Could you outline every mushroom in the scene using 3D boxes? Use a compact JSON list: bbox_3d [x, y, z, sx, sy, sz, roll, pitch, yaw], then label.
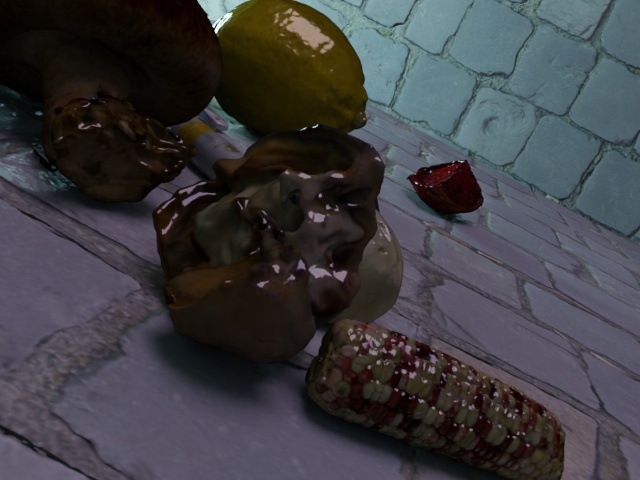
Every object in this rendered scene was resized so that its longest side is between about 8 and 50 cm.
[{"bbox_3d":[-0.276,-0.205,0.970,0.334,0.356,0.331,-7,-4,35],"label":"mushroom"}]

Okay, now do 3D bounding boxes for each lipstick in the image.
[{"bbox_3d":[-0.117,-0.092,1.098,0.059,0.059,0.264,8,25,-50],"label":"lipstick"}]

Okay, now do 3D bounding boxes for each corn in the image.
[{"bbox_3d":[0.108,0.142,0.685,0.253,0.086,0.086,25,16,-14],"label":"corn"}]

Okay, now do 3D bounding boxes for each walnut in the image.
[{"bbox_3d":[-0.049,0.011,0.709,0.204,0.141,0.238,0,41,36],"label":"walnut"}]

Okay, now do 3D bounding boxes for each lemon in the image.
[{"bbox_3d":[-0.065,-0.327,1.543,0.316,0.285,0.285,4,18,-1],"label":"lemon"}]

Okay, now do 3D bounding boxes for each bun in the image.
[{"bbox_3d":[0.000,0.000,0.879,0.179,0.127,0.193,11,21,-43],"label":"bun"}]

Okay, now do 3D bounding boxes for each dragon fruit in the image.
[{"bbox_3d":[0.260,-0.096,1.721,0.161,0.121,0.127,-39,109,-47],"label":"dragon fruit"}]

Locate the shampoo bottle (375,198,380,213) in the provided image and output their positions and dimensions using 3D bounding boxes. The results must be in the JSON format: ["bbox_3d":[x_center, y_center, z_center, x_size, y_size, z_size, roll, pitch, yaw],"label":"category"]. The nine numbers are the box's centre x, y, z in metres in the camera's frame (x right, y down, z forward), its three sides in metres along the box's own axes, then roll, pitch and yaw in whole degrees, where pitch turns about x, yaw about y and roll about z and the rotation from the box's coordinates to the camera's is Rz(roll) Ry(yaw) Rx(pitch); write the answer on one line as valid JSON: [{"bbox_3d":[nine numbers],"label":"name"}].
[{"bbox_3d":[0.032,-0.027,1.098,0.080,0.079,0.246,27,16,-6],"label":"shampoo bottle"}]

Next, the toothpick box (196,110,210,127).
[{"bbox_3d":[-0.197,-0.177,1.246,0.052,0.052,0.083,23,15,-15],"label":"toothpick box"}]

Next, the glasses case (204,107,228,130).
[{"bbox_3d":[-0.196,-0.220,1.438,0.032,0.021,0.083,13,21,-49],"label":"glasses case"}]
